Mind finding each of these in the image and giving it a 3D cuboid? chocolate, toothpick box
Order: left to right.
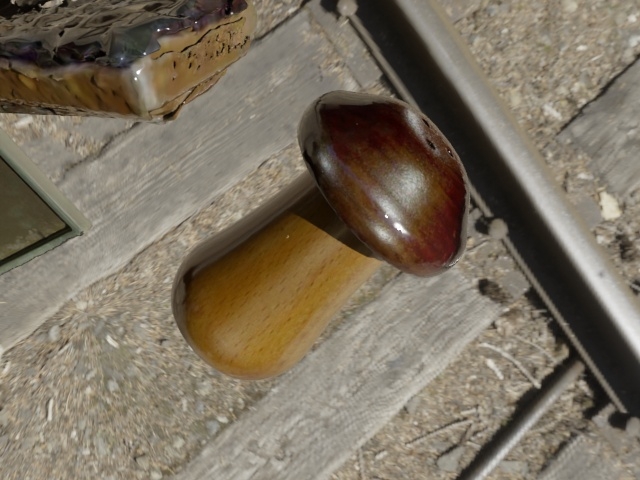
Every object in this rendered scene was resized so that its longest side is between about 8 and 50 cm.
[{"bbox_3d":[-0.178,-0.100,0.447,0.102,0.329,0.065,-44,132,-43],"label":"chocolate"},{"bbox_3d":[0.000,0.000,0.766,0.192,0.192,0.294,44,115,-8],"label":"toothpick box"}]

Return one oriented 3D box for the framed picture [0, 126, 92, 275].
[{"bbox_3d":[-0.361,-0.040,0.717,0.213,0.289,0.016,51,37,-24],"label":"framed picture"}]
